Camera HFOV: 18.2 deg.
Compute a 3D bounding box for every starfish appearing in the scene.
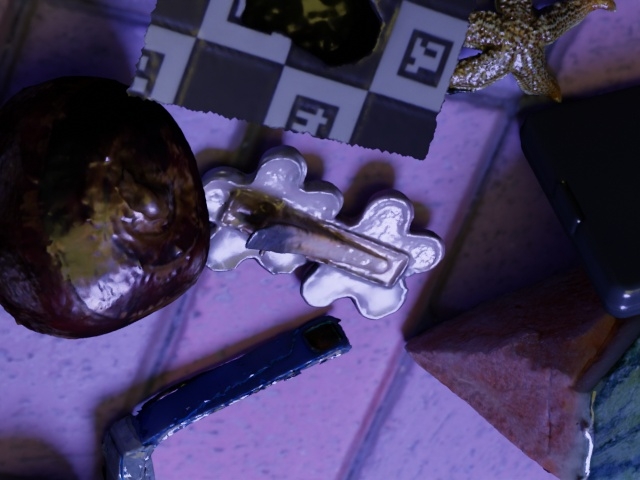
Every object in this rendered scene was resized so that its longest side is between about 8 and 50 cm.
[{"bbox_3d":[0.178,-0.206,1.840,0.208,0.053,0.176,-4,109,-25],"label":"starfish"}]

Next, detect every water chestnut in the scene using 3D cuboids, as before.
[{"bbox_3d":[-0.207,-0.026,1.703,0.238,0.223,0.223,-8,131,31],"label":"water chestnut"}]

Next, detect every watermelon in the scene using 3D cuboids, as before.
[{"bbox_3d":[0.253,0.165,1.944,0.293,0.283,0.250,-18,100,34],"label":"watermelon"}]

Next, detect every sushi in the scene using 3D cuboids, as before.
[{"bbox_3d":[0.002,-0.281,1.708,0.296,0.100,0.373,12,103,-29],"label":"sushi"}]

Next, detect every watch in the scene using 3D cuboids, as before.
[{"bbox_3d":[-0.068,0.239,1.991,0.274,0.068,0.276,-25,123,-11],"label":"watch"}]

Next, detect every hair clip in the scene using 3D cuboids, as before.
[{"bbox_3d":[-0.002,-0.004,1.871,0.257,0.075,0.146,17,113,-34],"label":"hair clip"}]

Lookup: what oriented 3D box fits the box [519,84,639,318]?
[{"bbox_3d":[0.298,-0.042,1.867,0.160,0.230,0.050,-15,146,-13],"label":"box"}]

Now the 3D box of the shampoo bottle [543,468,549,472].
[{"bbox_3d":[0.334,0.214,2.122,0.208,0.057,0.063,-3,119,-18],"label":"shampoo bottle"}]
